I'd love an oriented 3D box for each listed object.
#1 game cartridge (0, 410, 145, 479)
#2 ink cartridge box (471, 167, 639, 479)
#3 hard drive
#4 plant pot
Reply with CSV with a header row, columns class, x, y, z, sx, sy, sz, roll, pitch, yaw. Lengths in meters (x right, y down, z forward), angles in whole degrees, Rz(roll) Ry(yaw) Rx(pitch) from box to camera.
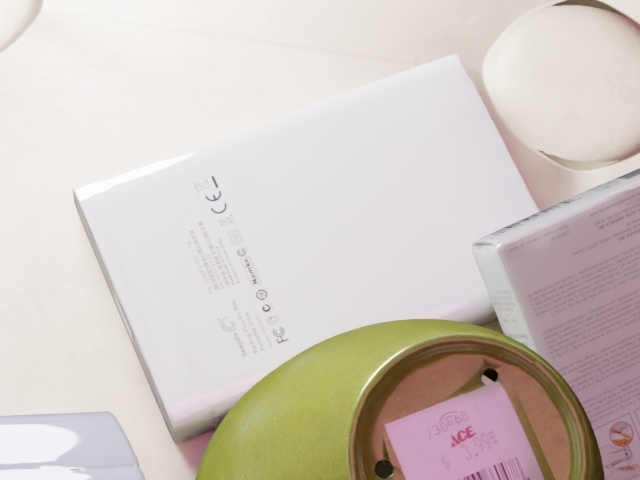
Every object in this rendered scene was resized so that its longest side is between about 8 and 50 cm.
class,x,y,z,sx,sy,sz,roll,pitch,yaw
game cartridge,-0.195,0.226,1.230,0.196,0.060,0.294,1,43,-12
ink cartridge box,0.236,0.072,1.386,0.189,0.066,0.232,-23,100,-14
hard drive,0.000,0.000,1.414,0.307,0.040,0.203,-20,68,-13
plant pot,0.066,0.157,1.187,0.275,0.293,0.275,2,73,-7
